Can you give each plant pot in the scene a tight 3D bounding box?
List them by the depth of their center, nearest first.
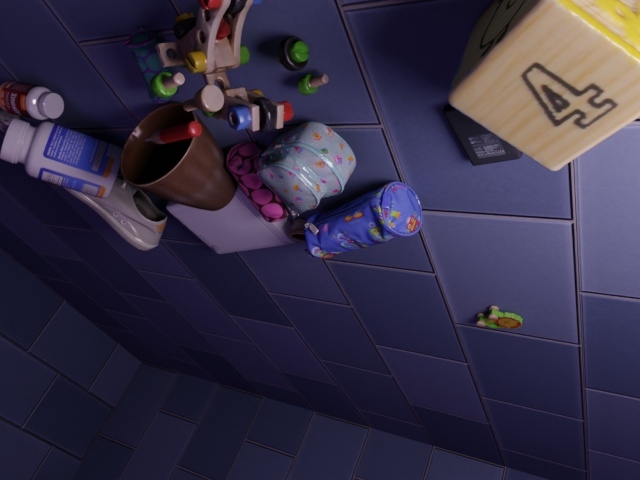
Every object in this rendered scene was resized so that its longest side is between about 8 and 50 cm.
[{"bbox_3d":[-0.305,-0.167,1.316,0.216,0.215,0.230,4,158,33],"label":"plant pot"}]

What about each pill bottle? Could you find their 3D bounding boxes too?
[{"bbox_3d":[-0.742,-0.358,1.436,0.152,0.086,0.086,14,148,19],"label":"pill bottle"},{"bbox_3d":[-0.674,-0.220,1.466,0.272,0.152,0.152,19,155,-24],"label":"pill bottle"}]

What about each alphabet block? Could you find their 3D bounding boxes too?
[{"bbox_3d":[0.311,-0.243,0.714,0.194,0.192,0.197,29,149,-9],"label":"alphabet block"}]

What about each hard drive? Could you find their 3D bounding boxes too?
[{"bbox_3d":[0.285,-0.191,0.981,0.094,0.022,0.135,-4,139,41],"label":"hard drive"},{"bbox_3d":[-0.254,-0.058,1.577,0.353,0.047,0.233,-8,136,45],"label":"hard drive"}]

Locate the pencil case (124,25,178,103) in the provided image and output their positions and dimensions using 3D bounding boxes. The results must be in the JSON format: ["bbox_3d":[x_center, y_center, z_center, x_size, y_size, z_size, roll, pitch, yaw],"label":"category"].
[{"bbox_3d":[-0.348,-0.358,1.156,0.070,0.064,0.151,1,145,9],"label":"pencil case"}]

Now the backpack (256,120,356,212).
[{"bbox_3d":[-0.027,-0.152,1.163,0.188,0.144,0.166,-19,123,47],"label":"backpack"}]

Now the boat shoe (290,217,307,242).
[{"bbox_3d":[0.000,0.000,1.462,0.170,0.059,0.063,20,150,10],"label":"boat shoe"}]

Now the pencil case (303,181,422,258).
[{"bbox_3d":[0.083,-0.040,1.273,0.133,0.119,0.306,18,158,-35],"label":"pencil case"}]

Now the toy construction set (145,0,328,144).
[{"bbox_3d":[-0.199,-0.275,0.966,0.237,0.308,0.257,0,134,45],"label":"toy construction set"}]

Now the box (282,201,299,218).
[{"bbox_3d":[-0.058,-0.101,1.339,0.018,0.067,0.083,40,165,41],"label":"box"}]

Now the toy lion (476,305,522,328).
[{"bbox_3d":[0.474,0.210,1.468,0.096,0.034,0.100,21,151,-7],"label":"toy lion"}]

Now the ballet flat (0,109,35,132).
[{"bbox_3d":[-0.874,-0.328,1.621,0.068,0.072,0.213,-34,120,26],"label":"ballet flat"}]

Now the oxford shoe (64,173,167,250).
[{"bbox_3d":[-0.630,-0.158,1.640,0.130,0.169,0.449,-43,105,16],"label":"oxford shoe"}]

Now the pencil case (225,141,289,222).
[{"bbox_3d":[-0.138,-0.134,1.332,0.098,0.095,0.209,-10,140,22],"label":"pencil case"}]
